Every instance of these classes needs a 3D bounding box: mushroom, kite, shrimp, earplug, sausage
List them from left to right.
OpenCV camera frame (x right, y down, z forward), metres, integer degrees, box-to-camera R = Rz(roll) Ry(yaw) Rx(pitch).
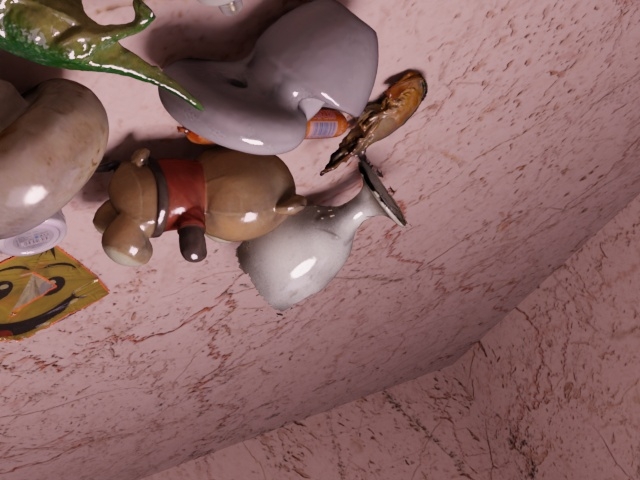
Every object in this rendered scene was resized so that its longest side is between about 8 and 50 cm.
[{"bbox_3d":[-0.391,-0.130,0.951,0.244,0.243,0.243,-24,156,-11],"label":"mushroom"},{"bbox_3d":[-0.548,0.099,1.434,0.378,0.013,0.327,-1,144,-44],"label":"kite"},{"bbox_3d":[-0.083,-0.192,1.315,0.348,0.053,0.053,-9,150,-39],"label":"sausage"},{"bbox_3d":[-0.065,-0.226,1.104,0.326,0.214,0.175,-25,138,-22],"label":"earplug"},{"bbox_3d":[0.086,-0.222,1.437,0.262,0.066,0.117,-37,145,-17],"label":"shrimp"}]

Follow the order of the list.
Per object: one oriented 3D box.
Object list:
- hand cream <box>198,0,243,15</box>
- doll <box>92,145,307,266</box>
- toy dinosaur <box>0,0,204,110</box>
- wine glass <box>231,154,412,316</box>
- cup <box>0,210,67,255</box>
[{"bbox_3d":[-0.147,-0.380,0.872,0.124,0.077,0.340,-27,149,-3],"label":"hand cream"},{"bbox_3d":[-0.199,-0.075,1.267,0.330,0.235,0.174,-9,116,-25],"label":"doll"},{"bbox_3d":[-0.350,-0.203,0.851,0.301,0.087,0.447,-47,124,0],"label":"toy dinosaur"},{"bbox_3d":[-0.001,-0.005,1.627,0.357,0.190,0.190,-37,155,11],"label":"wine glass"},{"bbox_3d":[-0.413,-0.054,1.126,0.099,0.133,0.136,-36,156,23],"label":"cup"}]
